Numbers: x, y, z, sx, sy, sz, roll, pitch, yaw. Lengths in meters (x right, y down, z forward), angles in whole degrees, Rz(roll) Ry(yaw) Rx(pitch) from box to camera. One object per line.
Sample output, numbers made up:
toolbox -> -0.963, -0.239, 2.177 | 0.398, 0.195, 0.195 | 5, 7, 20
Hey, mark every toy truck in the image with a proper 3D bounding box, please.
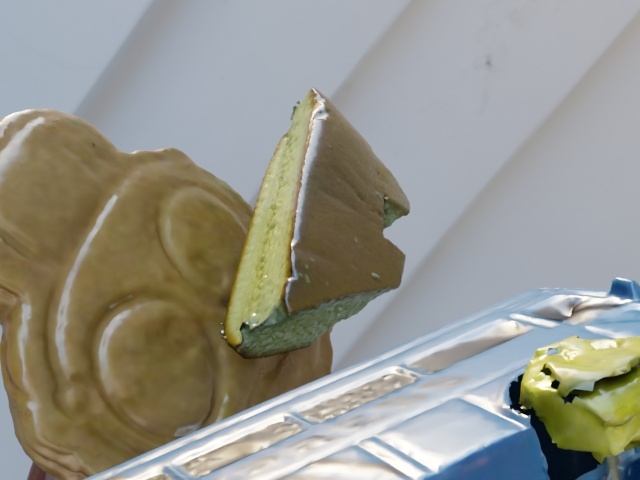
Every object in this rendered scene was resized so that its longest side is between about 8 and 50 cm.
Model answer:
toy truck -> 0.013, 0.136, 0.480 | 0.162, 0.385, 0.161 | 15, -57, 63

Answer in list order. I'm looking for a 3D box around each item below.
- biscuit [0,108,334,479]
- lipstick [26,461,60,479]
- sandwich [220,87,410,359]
biscuit -> -0.092, 0.064, 0.807 | 0.376, 0.051, 0.269 | 42, 43, -21
lipstick -> -0.287, 0.343, 1.141 | 0.057, 0.357, 0.057 | 19, 7, -2
sandwich -> 0.000, 0.000, 0.821 | 0.088, 0.090, 0.244 | 33, 37, -20
